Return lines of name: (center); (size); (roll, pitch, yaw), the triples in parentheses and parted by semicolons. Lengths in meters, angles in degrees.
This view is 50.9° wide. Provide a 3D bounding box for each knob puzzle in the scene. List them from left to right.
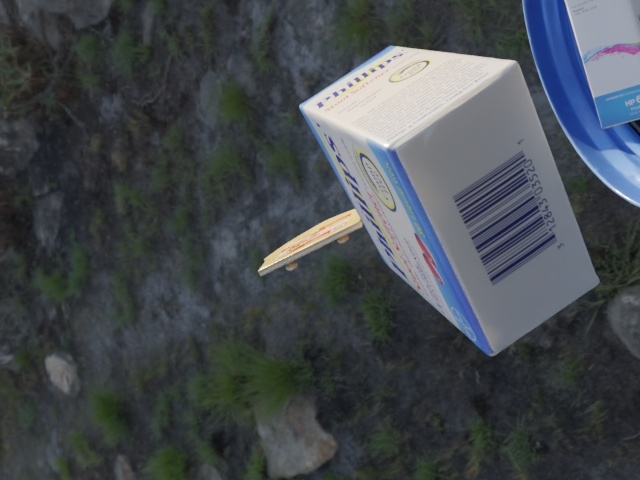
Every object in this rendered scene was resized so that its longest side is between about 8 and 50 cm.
knob puzzle: (0.000, 0.000, 1.061); (0.213, 0.213, 0.030); (-19, 103, 52)

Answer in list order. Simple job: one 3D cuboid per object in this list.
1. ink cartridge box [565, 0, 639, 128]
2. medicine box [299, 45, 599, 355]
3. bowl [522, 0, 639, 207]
ink cartridge box: (0.264, -0.170, 0.581); (0.052, 0.088, 0.123); (-13, 102, 44)
medicine box: (0.132, -0.061, 0.762); (0.264, 0.149, 0.289); (59, 174, -25)
bowl: (0.340, -0.222, 0.715); (0.391, 0.077, 0.392); (159, 90, -88)
